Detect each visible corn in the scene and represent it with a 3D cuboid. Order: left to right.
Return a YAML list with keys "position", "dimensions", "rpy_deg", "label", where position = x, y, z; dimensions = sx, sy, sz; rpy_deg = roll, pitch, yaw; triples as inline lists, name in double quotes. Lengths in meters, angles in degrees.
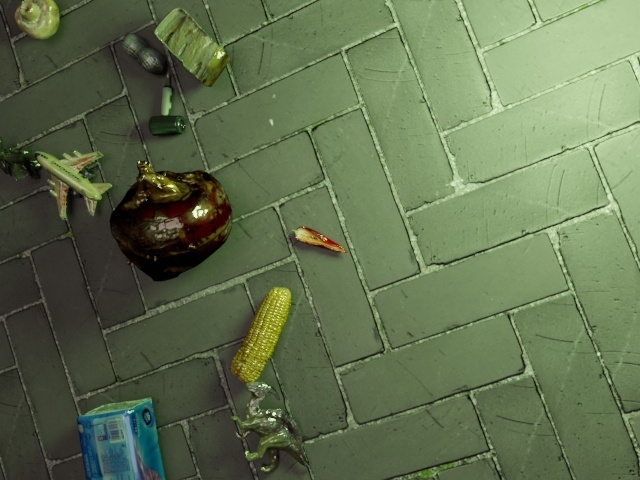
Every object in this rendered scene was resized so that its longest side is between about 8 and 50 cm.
- position: [-0.161, 0.264, 1.735]
  dimensions: [0.101, 0.101, 0.292]
  rpy_deg: [26, 91, 14]
  label: "corn"

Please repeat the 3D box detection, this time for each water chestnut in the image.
- position: [-0.415, -0.081, 1.689]
  dimensions: [0.334, 0.335, 0.347]
  rpy_deg: [-7, 123, 14]
  label: "water chestnut"

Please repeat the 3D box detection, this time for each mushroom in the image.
- position: [-0.883, -0.701, 1.928]
  dimensions: [0.147, 0.112, 0.148]
  rpy_deg: [-3, 80, 15]
  label: "mushroom"

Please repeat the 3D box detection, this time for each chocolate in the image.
- position: [-0.530, -0.560, 1.855]
  dimensions: [0.167, 0.072, 0.072]
  rpy_deg: [43, 99, 14]
  label: "chocolate"

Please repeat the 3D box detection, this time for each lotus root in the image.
- position: [-0.361, -0.548, 1.778]
  dimensions: [0.119, 0.138, 0.235]
  rpy_deg: [-45, 79, 5]
  label: "lotus root"

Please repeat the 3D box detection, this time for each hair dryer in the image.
- position: [-0.455, -0.412, 1.846]
  dimensions: [0.100, 0.057, 0.198]
  rpy_deg: [-2, 83, 13]
  label: "hair dryer"

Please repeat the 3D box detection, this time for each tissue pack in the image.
- position: [-0.580, 0.615, 1.808]
  dimensions: [0.198, 0.146, 0.264]
  rpy_deg: [-12, 87, 16]
  label: "tissue pack"

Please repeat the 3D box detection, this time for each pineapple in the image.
- position: [-1.029, -0.266, 1.959]
  dimensions: [0.277, 0.119, 0.130]
  rpy_deg: [13, 74, 13]
  label: "pineapple"

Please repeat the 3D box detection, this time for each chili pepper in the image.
- position: [0.000, 0.000, 1.728]
  dimensions: [0.178, 0.027, 0.045]
  rpy_deg: [20, 98, 14]
  label: "chili pepper"

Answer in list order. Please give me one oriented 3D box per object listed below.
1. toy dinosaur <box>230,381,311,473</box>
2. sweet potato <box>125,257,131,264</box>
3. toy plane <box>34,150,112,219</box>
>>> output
- position: [-0.146, 0.533, 1.715]
  dimensions: [0.162, 0.077, 0.294]
  rpy_deg: [-31, 107, -2]
  label: "toy dinosaur"
- position: [-0.588, -0.037, 1.868]
  dimensions: [0.068, 0.068, 0.226]
  rpy_deg: [12, 106, 15]
  label: "sweet potato"
- position: [-0.768, -0.194, 1.894]
  dimensions: [0.256, 0.104, 0.242]
  rpy_deg: [37, 101, 12]
  label: "toy plane"
